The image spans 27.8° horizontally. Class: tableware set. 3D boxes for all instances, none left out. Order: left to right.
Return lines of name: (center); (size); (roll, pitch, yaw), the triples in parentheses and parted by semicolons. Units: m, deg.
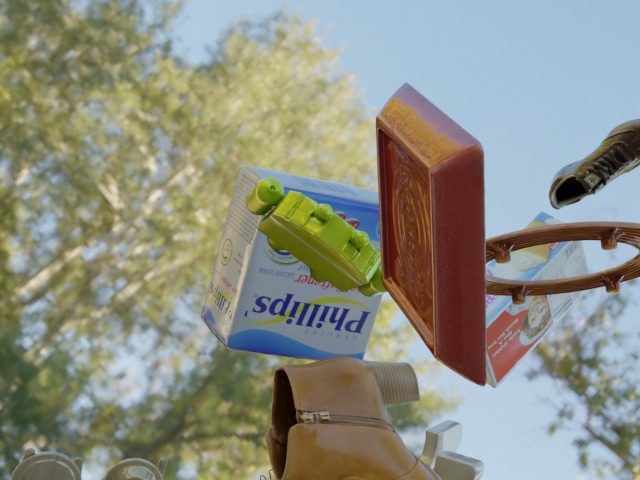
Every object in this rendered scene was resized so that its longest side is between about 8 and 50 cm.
tableware set: (-0.220, 0.261, 1.221); (0.020, 0.168, 0.141); (-120, -139, -63)

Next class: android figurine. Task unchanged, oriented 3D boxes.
android figurine: (0.000, 0.000, 1.866); (0.248, 0.056, 0.273); (37, -15, -4)

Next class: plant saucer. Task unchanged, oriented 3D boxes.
plant saucer: (0.109, -0.011, 1.355); (0.259, 0.047, 0.258); (-125, -151, -65)

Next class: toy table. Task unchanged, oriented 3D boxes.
toy table: (0.131, 0.382, 1.969); (0.274, 0.252, 0.161); (6, -77, 28)

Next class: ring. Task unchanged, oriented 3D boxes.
ring: (0.335, 0.039, 1.803); (0.336, 0.336, 0.032); (133, -43, -65)

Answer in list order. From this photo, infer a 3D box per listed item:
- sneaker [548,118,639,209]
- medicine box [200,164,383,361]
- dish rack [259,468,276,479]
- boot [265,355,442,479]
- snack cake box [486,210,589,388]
sneaker: (0.400, -0.098, 1.821); (0.066, 0.071, 0.188); (42, -47, -10)
medicine box: (-0.030, 0.043, 2.201); (0.149, 0.263, 0.289); (37, -65, 61)
dish rack: (-0.049, 0.436, 2.154); (0.208, 0.271, 0.074); (6, -65, 47)
boot: (0.040, 0.290, 1.586); (0.104, 0.211, 0.295); (-27, -110, 55)
snack cake box: (0.333, 0.099, 2.168); (0.089, 0.264, 0.152); (31, -25, 38)
